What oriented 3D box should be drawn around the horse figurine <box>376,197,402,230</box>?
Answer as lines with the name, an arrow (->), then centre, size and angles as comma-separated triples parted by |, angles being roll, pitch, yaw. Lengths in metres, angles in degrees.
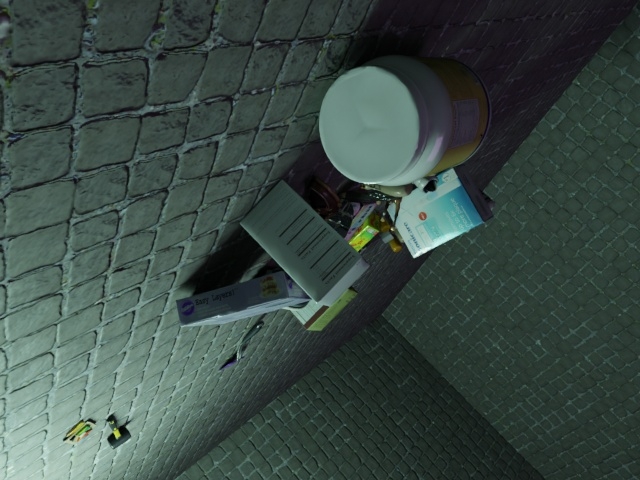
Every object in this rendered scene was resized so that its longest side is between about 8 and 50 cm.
horse figurine -> 0.207, -0.155, 1.544 | 0.263, 0.066, 0.174 | 66, 36, -55

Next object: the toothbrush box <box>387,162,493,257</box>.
toothbrush box -> 0.415, -0.102, 1.842 | 0.296, 0.216, 0.126 | -31, 174, 37

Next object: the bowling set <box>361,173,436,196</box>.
bowling set -> 0.230, -0.257, 1.363 | 0.287, 0.154, 0.199 | -31, 122, -31

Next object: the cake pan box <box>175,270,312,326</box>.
cake pan box -> -0.169, 0.141, 1.216 | 0.267, 0.070, 0.246 | -16, 168, 11

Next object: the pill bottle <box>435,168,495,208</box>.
pill bottle -> 0.499, -0.169, 1.939 | 0.153, 0.264, 0.153 | -40, 164, -14

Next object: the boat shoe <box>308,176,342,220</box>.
boat shoe -> 0.005, -0.091, 1.274 | 0.073, 0.073, 0.207 | -47, 163, -1

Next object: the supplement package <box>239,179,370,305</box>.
supplement package -> -0.030, 0.010, 1.129 | 0.134, 0.244, 0.139 | -46, 163, 2

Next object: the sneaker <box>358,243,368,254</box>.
sneaker -> 0.096, 0.044, 1.804 | 0.081, 0.080, 0.211 | -55, 160, 22

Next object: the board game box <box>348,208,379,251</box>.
board game box -> 0.114, -0.018, 1.638 | 0.181, 0.043, 0.092 | -47, -156, 39

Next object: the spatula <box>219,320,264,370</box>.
spatula -> -0.268, 0.368, 1.798 | 0.084, 0.030, 0.296 | -18, 149, -52

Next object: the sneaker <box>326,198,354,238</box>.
sneaker -> 0.000, 0.000, 1.448 | 0.275, 0.107, 0.110 | -60, -179, 17

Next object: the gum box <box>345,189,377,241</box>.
gum box -> 0.077, -0.058, 1.544 | 0.188, 0.062, 0.107 | -53, 162, 25

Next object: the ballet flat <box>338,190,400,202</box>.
ballet flat -> 0.135, -0.129, 1.420 | 0.173, 0.049, 0.057 | -4, 179, 9

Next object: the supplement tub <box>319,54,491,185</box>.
supplement tub -> 0.174, -0.239, 1.032 | 0.331, 0.241, 0.241 | -24, 153, -51

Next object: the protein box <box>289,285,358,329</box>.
protein box -> 0.003, 0.204, 1.868 | 0.201, 0.136, 0.200 | -45, 163, 3

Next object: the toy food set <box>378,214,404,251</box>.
toy food set -> 0.277, -0.055, 2.037 | 0.111, 0.104, 0.232 | -34, 147, 10

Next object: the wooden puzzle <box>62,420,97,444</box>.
wooden puzzle -> -0.600, 0.483, 1.306 | 0.078, 0.014, 0.116 | -40, 163, -15

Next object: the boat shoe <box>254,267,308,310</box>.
boat shoe -> -0.089, 0.132, 1.518 | 0.099, 0.116, 0.319 | -46, 159, 18

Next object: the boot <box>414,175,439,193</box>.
boot -> 0.327, -0.197, 1.703 | 0.095, 0.123, 0.258 | -50, 163, 16

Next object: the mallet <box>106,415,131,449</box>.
mallet -> -0.579, 0.534, 1.453 | 0.062, 0.039, 0.189 | -35, 156, -23
